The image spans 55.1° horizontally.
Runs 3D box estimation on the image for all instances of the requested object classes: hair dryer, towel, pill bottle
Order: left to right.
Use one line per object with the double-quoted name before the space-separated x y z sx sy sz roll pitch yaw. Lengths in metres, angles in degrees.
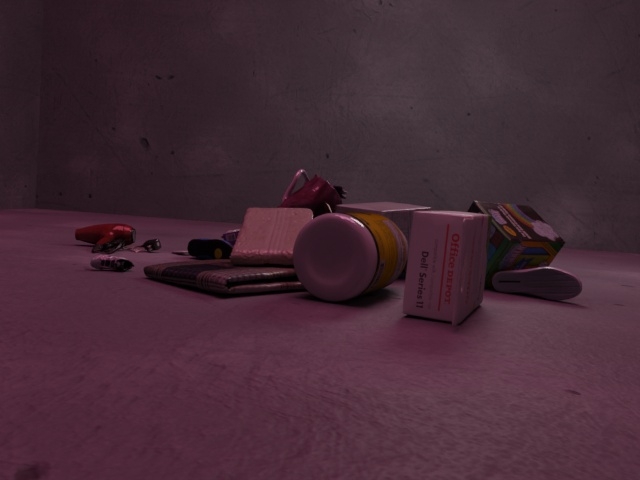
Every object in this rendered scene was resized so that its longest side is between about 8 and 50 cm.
"hair dryer" -0.679 -0.012 1.965 0.293 0.080 0.223 7 5 35
"towel" -0.199 0.083 1.444 0.312 0.056 0.324 4 5 42
"towel" -0.112 -0.011 1.521 0.187 0.049 0.282 0 26 4
"pill bottle" 0.088 0.030 1.410 0.188 0.188 0.334 6 4 24

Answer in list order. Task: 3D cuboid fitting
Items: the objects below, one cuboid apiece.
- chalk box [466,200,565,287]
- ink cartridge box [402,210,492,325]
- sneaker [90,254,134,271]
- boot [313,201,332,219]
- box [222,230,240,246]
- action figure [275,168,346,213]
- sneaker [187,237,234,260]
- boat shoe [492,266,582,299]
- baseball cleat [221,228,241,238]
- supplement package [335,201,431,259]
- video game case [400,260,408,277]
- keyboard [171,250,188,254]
"chalk box" 0.490 0.013 1.716 0.289 0.179 0.180 2 39 -29
"ink cartridge box" 0.256 0.044 1.237 0.119 0.207 0.353 7 5 22
"sneaker" -0.502 0.056 1.494 0.098 0.038 0.069 0 5 -41
"boot" 0.040 0.004 1.697 0.082 0.219 0.106 -21 -21 34
"box" -0.171 -0.021 2.118 0.293 0.057 0.201 -11 -1 3
"action figure" -0.111 -0.067 1.812 0.370 0.248 0.276 -33 56 -18
"sneaker" -0.306 0.030 1.851 0.209 0.069 0.082 7 1 39
"boat shoe" 0.561 0.103 1.580 0.226 0.083 0.076 6 6 38
"baseball cleat" -0.321 -0.023 2.544 0.109 0.072 0.206 -1 -3 38
"supplement package" 0.180 -0.028 1.775 0.203 0.149 0.194 -6 12 -38
"video game case" 0.307 0.077 1.863 0.269 0.061 0.244 6 4 32
"keyboard" -0.369 0.037 2.051 0.072 0.014 0.256 8 5 44
